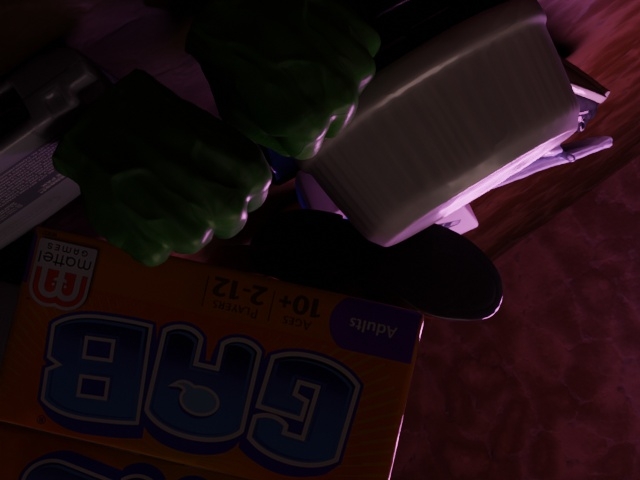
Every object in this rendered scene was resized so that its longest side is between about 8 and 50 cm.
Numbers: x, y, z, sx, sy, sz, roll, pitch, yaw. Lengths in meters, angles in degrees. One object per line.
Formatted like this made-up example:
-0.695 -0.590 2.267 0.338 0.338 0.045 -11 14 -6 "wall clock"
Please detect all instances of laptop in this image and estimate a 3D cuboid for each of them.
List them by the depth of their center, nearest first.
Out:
0.061 -0.141 1.426 0.234 0.136 0.264 -31 -159 -10 "laptop"

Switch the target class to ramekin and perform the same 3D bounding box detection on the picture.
0.117 -0.101 1.337 0.273 0.127 0.273 -31 176 -3 "ramekin"

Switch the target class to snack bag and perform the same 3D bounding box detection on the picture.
0.205 -0.092 1.996 0.323 0.037 0.343 -12 -176 43 "snack bag"

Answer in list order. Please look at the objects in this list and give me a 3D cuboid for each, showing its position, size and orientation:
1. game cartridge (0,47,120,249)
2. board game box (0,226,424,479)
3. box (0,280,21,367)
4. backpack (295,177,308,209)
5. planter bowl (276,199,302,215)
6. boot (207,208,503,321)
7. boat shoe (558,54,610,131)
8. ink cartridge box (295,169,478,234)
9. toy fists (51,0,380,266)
-0.280 -0.044 1.179 0.294 0.060 0.196 -34 164 6 "game cartridge"
-0.117 0.209 1.417 0.356 0.357 0.356 84 19 -85 "board game box"
-0.334 0.108 1.409 0.103 0.114 0.203 12 165 3 "box"
0.028 -0.072 1.746 0.120 0.098 0.101 -23 169 0 "backpack"
0.000 0.000 1.891 0.217 0.090 0.217 -7 155 -3 "planter bowl"
0.030 0.043 1.549 0.264 0.096 0.280 7 170 -15 "boot"
0.298 -0.183 1.893 0.113 0.127 0.340 -56 171 14 "boat shoe"
0.136 -0.072 1.611 0.261 0.066 0.296 -26 163 10 "ink cartridge box"
-0.070 -0.094 1.130 0.279 0.142 0.096 -45 166 -21 "toy fists"
